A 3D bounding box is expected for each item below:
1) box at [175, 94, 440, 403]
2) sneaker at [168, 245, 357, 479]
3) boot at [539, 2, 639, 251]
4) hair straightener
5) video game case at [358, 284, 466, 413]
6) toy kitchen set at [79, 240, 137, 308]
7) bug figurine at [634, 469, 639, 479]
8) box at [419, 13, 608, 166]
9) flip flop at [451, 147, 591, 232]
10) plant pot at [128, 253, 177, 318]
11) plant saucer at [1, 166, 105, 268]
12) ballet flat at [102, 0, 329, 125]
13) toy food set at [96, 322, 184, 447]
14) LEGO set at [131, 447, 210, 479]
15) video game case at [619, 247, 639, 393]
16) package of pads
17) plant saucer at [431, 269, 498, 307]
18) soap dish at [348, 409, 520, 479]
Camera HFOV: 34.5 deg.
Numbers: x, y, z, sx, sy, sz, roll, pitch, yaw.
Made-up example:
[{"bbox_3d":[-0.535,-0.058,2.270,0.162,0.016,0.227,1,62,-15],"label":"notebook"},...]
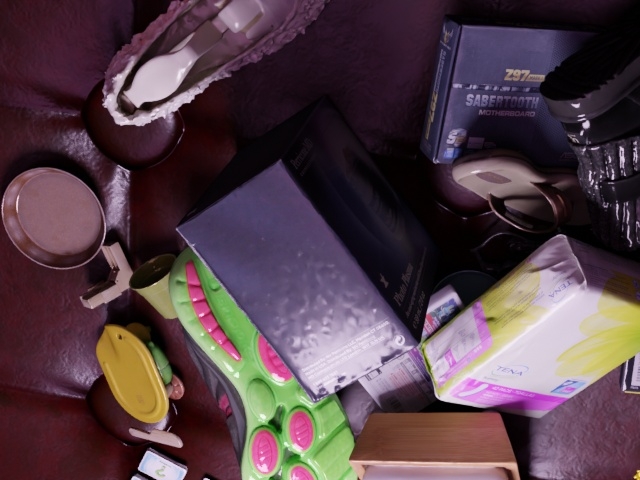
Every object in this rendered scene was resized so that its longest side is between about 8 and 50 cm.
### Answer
[{"bbox_3d":[0.000,0.000,1.376,0.183,0.296,0.294,-33,104,22],"label":"box"},{"bbox_3d":[-0.079,0.219,1.533,0.185,0.202,0.482,-19,94,-7],"label":"sneaker"},{"bbox_3d":[0.456,-0.171,1.300,0.348,0.131,0.260,-33,119,1],"label":"boot"},{"bbox_3d":[0.328,0.017,1.465,0.230,0.047,0.089,7,114,13],"label":"hair straightener"},{"bbox_3d":[0.146,0.169,1.486,0.183,0.023,0.201,-33,135,3],"label":"video game case"},{"bbox_3d":[-0.346,0.052,1.597,0.068,0.083,0.075,6,122,55],"label":"toy kitchen set"},{"bbox_3d":[0.612,0.351,1.532,0.216,0.072,0.279,47,118,-4],"label":"bug figurine"},{"bbox_3d":[0.256,-0.190,1.327,0.233,0.059,0.183,0,115,-18],"label":"box"},{"bbox_3d":[0.277,-0.053,1.350,0.112,0.277,0.080,-24,63,38],"label":"flip flop"},{"bbox_3d":[-0.238,0.077,1.583,0.083,0.083,0.079,-19,120,18],"label":"plant pot"},{"bbox_3d":[-0.407,-0.037,1.588,0.168,0.029,0.168,4,113,9],"label":"plant saucer"},{"bbox_3d":[-0.135,-0.276,1.376,0.409,0.147,0.147,-35,102,21],"label":"ballet flat"},{"bbox_3d":[-0.278,0.218,1.658,0.128,0.071,0.217,-3,112,38],"label":"toy food set"},{"bbox_3d":[-0.226,0.482,1.763,0.244,0.060,0.182,29,119,-2],"label":"LEGO set"},{"bbox_3d":[0.566,0.102,1.455,0.248,0.035,0.274,4,113,10],"label":"video game case"},{"bbox_3d":[0.307,0.125,1.399,0.229,0.101,0.296,17,134,-35],"label":"package of pads"},{"bbox_3d":[0.222,0.095,1.525,0.119,0.021,0.119,4,113,10],"label":"plant saucer"},{"bbox_3d":[0.181,0.341,1.522,0.229,0.118,0.291,-3,153,13],"label":"soap dish"}]
